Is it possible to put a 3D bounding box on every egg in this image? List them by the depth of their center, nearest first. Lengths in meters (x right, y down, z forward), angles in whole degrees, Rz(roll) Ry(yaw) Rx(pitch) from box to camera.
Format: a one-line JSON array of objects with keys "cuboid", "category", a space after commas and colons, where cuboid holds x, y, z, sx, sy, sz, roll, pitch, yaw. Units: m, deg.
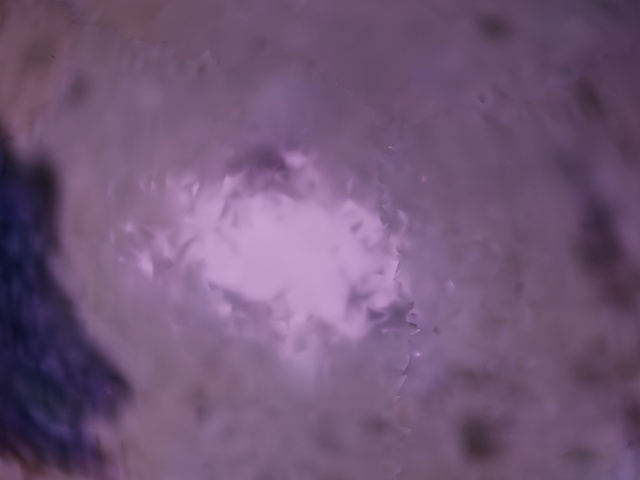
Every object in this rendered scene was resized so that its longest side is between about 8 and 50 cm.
[{"cuboid": [0.000, 0.000, 0.570, 0.428, 0.345, 0.345, 25, 102, 37], "category": "egg"}]
